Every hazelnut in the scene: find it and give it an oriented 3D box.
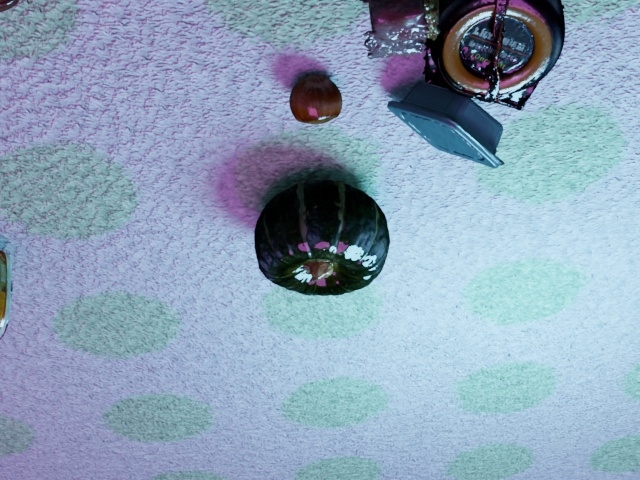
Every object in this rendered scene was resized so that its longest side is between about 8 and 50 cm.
[{"bbox_3d":[-0.010,-0.227,1.557,0.086,0.086,0.086,-3,142,-3],"label":"hazelnut"}]

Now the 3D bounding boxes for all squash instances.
[{"bbox_3d":[0.000,0.000,1.770,0.252,0.165,0.252,-4,145,-3],"label":"squash"}]

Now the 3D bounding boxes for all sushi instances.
[{"bbox_3d":[0.106,-0.342,1.312,0.107,0.161,0.241,-5,179,7],"label":"sushi"}]

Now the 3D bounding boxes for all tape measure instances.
[{"bbox_3d":[0.259,-0.310,1.435,0.202,0.135,0.223,16,136,-10],"label":"tape measure"}]

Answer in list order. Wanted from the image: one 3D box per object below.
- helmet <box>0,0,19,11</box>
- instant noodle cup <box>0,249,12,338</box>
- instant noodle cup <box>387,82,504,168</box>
[{"bbox_3d":[-0.466,-0.349,1.354,0.111,0.057,0.089,-12,144,8],"label":"helmet"},{"bbox_3d":[-0.744,0.089,1.742,0.308,0.294,0.294,19,137,-38],"label":"instant noodle cup"},{"bbox_3d":[0.213,-0.194,1.567,0.157,0.179,0.070,32,89,-37],"label":"instant noodle cup"}]
